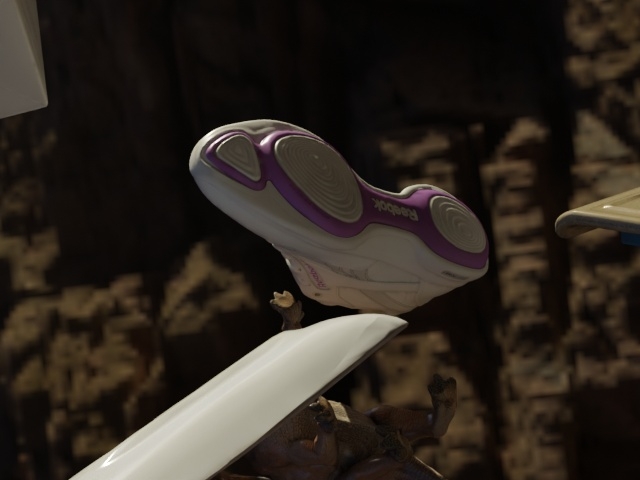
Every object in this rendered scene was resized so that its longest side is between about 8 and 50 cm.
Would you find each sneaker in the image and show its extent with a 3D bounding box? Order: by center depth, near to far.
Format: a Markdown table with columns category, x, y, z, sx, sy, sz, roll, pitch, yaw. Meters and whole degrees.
| category | x | y | z | sx | sy | sz | roll | pitch | yaw |
| --- | --- | --- | --- | --- | --- | --- | --- | --- | --- |
| sneaker | 0.000 | 0.000 | 1.647 | 0.305 | 0.152 | 0.114 | 23 | -135 | -36 |

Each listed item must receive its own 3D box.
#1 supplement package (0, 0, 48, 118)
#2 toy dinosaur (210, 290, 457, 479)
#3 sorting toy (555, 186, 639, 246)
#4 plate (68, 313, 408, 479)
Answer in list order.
| category | x | y | z | sx | sy | sz | roll | pitch | yaw |
| --- | --- | --- | --- | --- | --- | --- | --- | --- | --- |
| supplement package | -0.357 | -0.240 | 1.733 | 0.293 | 0.175 | 0.177 | -107 | 2 | -55 |
| toy dinosaur | -0.004 | 0.181 | 1.631 | 0.200 | 0.296 | 0.127 | -58 | 10 | 39 |
| sorting toy | 0.346 | -0.029 | 1.380 | 0.307 | 0.229 | 0.041 | -17 | -75 | -42 |
| plate | -0.113 | 0.142 | 1.112 | 0.277 | 0.278 | 0.045 | -33 | -92 | -46 |
